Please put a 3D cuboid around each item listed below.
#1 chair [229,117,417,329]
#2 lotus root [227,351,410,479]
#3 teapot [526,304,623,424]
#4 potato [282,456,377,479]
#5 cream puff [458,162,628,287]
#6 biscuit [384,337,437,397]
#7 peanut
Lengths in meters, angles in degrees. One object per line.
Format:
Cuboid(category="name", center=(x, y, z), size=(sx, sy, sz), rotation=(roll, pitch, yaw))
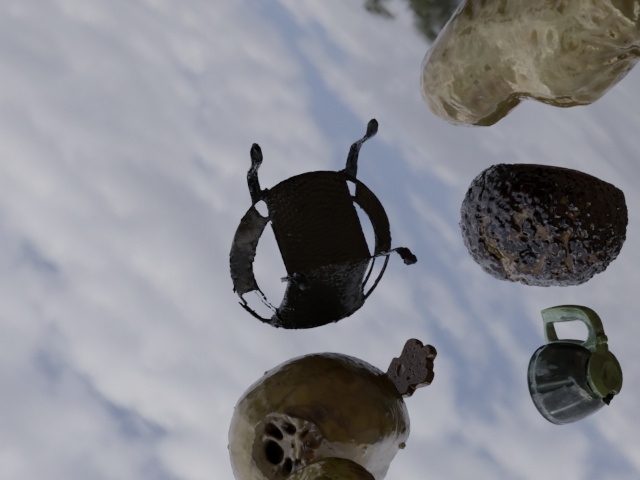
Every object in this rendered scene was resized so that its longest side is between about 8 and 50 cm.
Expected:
Cuboid(category="chair", center=(0.000, 0.000, 1.577), size=(0.213, 0.174, 0.149), rotation=(116, 138, -66))
Cuboid(category="lotus root", center=(0.006, 0.197, 1.648), size=(0.151, 0.169, 0.343), rotation=(33, -176, 14))
Cuboid(category="teapot", center=(0.281, 0.140, 1.774), size=(0.092, 0.091, 0.124), rotation=(-41, -75, -41))
Cuboid(category="potato", center=(-0.008, 0.252, 1.423), size=(0.080, 0.170, 0.107), rotation=(25, -123, -26))
Cuboid(category="cream puff", center=(0.313, -0.019, 2.267), size=(0.239, 0.165, 0.239), rotation=(9, 173, 1))
Cuboid(category="biscuit", center=(0.093, 0.150, 1.758), size=(0.016, 0.092, 0.082), rotation=(37, -166, -28))
Cuboid(category="peanut", center=(0.278, -0.251, 2.008), size=(0.169, 0.387, 0.192), rotation=(-33, -81, -47))
